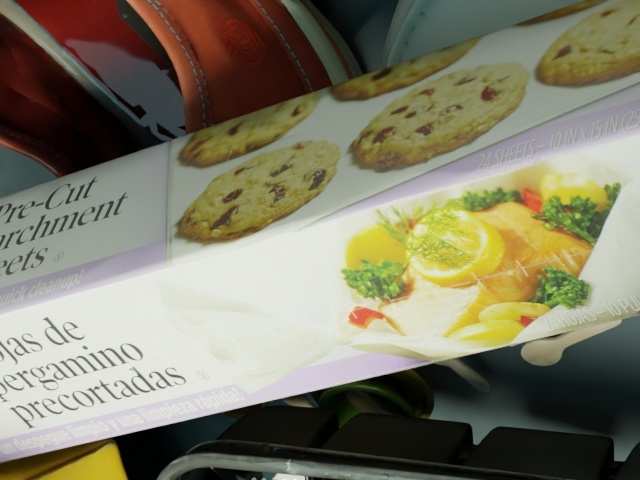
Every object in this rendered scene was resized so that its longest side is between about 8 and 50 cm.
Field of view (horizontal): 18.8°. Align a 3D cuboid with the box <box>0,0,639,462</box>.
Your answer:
[{"bbox_3d":[0.000,0.000,0.565,0.324,0.067,0.063,-15,128,36],"label":"box"}]

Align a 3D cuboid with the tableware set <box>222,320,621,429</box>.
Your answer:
[{"bbox_3d":[0.020,0.034,0.676,0.104,0.024,0.154,37,138,-24],"label":"tableware set"}]

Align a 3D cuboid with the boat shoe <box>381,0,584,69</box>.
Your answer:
[{"bbox_3d":[0.110,-0.105,0.546,0.113,0.103,0.302,47,128,2],"label":"boat shoe"}]

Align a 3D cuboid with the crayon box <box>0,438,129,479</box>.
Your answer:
[{"bbox_3d":[-0.128,0.164,0.748,0.318,0.081,0.202,9,118,58],"label":"crayon box"}]

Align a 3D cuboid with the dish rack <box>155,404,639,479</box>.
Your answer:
[{"bbox_3d":[0.059,0.186,0.703,0.208,0.074,0.271,5,116,20],"label":"dish rack"}]

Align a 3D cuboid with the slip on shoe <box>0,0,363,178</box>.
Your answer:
[{"bbox_3d":[-0.128,-0.118,0.690,0.331,0.101,0.123,43,128,10],"label":"slip on shoe"}]
